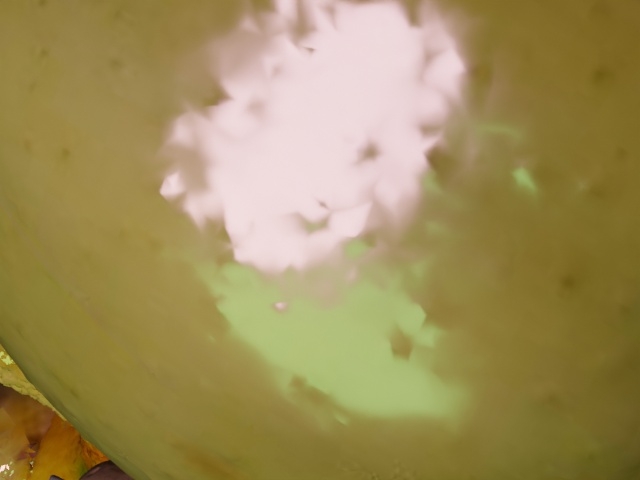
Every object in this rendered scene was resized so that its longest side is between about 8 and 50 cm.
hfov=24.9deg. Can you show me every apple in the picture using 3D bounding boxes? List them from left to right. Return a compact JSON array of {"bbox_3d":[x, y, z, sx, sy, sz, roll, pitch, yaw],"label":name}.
[{"bbox_3d":[0.016,-0.073,0.525,0.360,0.320,0.312,31,142,4],"label":"apple"}]

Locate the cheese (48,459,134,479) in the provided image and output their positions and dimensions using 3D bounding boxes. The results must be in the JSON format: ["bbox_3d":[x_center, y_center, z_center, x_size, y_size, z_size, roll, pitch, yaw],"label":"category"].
[{"bbox_3d":[-0.097,0.158,0.782,0.248,0.071,0.163,16,166,39],"label":"cheese"}]

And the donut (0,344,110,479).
[{"bbox_3d":[-0.198,0.087,0.940,0.302,0.110,0.303,12,139,10],"label":"donut"}]
